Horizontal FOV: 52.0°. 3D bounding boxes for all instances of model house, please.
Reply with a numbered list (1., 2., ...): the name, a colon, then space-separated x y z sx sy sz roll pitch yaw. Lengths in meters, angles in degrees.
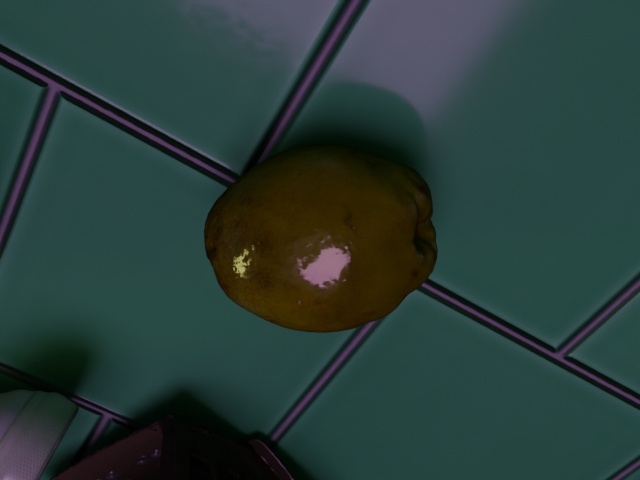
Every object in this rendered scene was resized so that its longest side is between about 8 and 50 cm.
1. model house: -0.091 0.293 0.525 0.211 0.204 0.243 -33 131 24

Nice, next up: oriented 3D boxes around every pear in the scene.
1. pear: 0.000 0.000 0.369 0.131 0.107 0.107 -13 121 24

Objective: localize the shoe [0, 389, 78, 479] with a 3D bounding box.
1. shoe: -0.332 0.176 0.499 0.160 0.132 0.363 41 125 -20
